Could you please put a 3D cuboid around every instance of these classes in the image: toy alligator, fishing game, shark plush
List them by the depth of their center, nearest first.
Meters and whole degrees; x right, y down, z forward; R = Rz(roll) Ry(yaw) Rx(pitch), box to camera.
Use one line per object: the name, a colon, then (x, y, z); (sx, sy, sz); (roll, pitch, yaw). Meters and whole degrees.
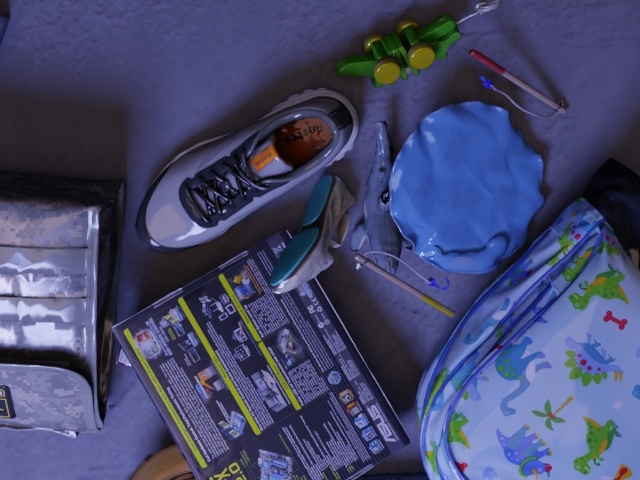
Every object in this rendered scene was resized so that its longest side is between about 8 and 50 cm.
toy alligator: (0.110, -0.205, 1.162); (0.189, 0.056, 0.051); (-23, 138, 5)
fishing game: (0.156, -0.057, 1.163); (0.189, 0.041, 0.264); (26, 89, -23)
shark plush: (0.077, -0.045, 1.174); (0.073, 0.067, 0.161); (10, 98, 2)

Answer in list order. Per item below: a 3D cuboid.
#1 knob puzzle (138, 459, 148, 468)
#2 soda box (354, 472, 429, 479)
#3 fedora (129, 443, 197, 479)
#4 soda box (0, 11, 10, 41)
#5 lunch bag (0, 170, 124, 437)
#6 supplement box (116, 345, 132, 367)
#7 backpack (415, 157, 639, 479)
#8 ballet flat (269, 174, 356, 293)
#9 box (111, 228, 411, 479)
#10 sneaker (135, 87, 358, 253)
knob puzzle: (-0.185, 0.381, 1.254); (0.213, 0.030, 0.213); (0, 83, -3)
soda box: (0.056, 0.300, 1.225); (0.183, 0.063, 0.058); (-2, 98, 4)
fedora: (-0.127, 0.309, 1.209); (0.194, 0.079, 0.195); (0, 83, -3)
soda box: (-0.489, -0.258, 1.160); (0.286, 0.098, 0.091); (24, 99, -1)
lunch bag: (-0.342, 0.077, 1.167); (0.235, 0.169, 0.287); (5, 106, -1)
supplement box: (-0.179, 0.123, 1.218); (0.083, 0.055, 0.043); (16, 98, 2)
backpack: (0.258, 0.146, 1.120); (0.355, 0.273, 0.290); (-37, 101, 19)
ballet flat: (0.000, 0.000, 1.150); (0.052, 0.168, 0.057); (43, 141, -23)
box: (-0.064, 0.155, 1.165); (0.216, 0.060, 0.270); (-31, 87, -12)
sneaker: (-0.085, -0.075, 1.160); (0.271, 0.108, 0.100); (-32, 97, 8)
